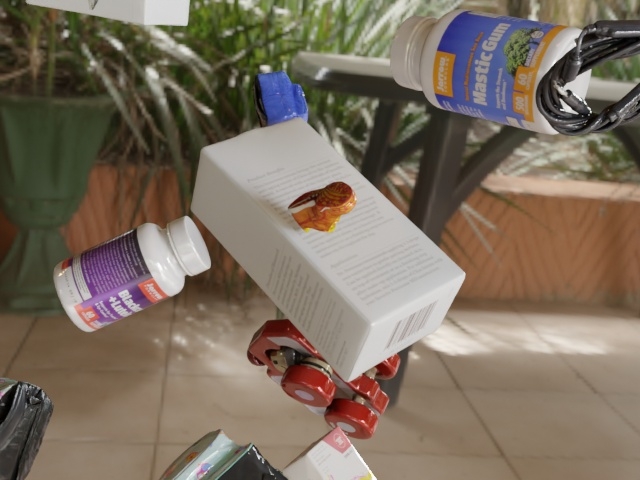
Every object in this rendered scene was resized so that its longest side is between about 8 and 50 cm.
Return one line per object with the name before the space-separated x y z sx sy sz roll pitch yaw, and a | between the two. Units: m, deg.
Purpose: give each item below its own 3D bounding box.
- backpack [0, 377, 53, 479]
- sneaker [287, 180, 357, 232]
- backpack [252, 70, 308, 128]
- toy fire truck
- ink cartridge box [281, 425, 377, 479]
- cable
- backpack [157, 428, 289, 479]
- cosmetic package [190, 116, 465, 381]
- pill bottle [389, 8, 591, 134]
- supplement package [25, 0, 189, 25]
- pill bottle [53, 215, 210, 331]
backpack | -0.486 0.292 1.333 0.115 0.182 0.152 3 -34 26
sneaker | 0.014 -0.047 1.362 0.064 0.067 0.175 -44 15 -20
backpack | -0.082 -0.270 1.760 0.101 0.120 0.098 -13 -20 -14
toy fire truck | -0.015 0.252 1.713 0.254 0.169 0.302 -11 -44 45
ink cartridge box | 0.042 0.407 1.409 0.198 0.067 0.115 54 29 6
cable | 0.328 -0.171 0.966 0.185 0.150 0.047 -6 50 -18
backpack | -0.141 0.338 1.158 0.144 0.188 0.166 42 67 9
cosmetic package | 0.000 0.000 1.551 0.230 0.161 0.453 -23 57 -35
pill bottle | 0.242 -0.256 1.315 0.272 0.152 0.152 20 20 35
supplement package | -0.261 -0.333 1.112 0.179 0.105 0.105 14 17 20
pill bottle | -0.254 0.041 1.225 0.194 0.108 0.108 -24 12 5
